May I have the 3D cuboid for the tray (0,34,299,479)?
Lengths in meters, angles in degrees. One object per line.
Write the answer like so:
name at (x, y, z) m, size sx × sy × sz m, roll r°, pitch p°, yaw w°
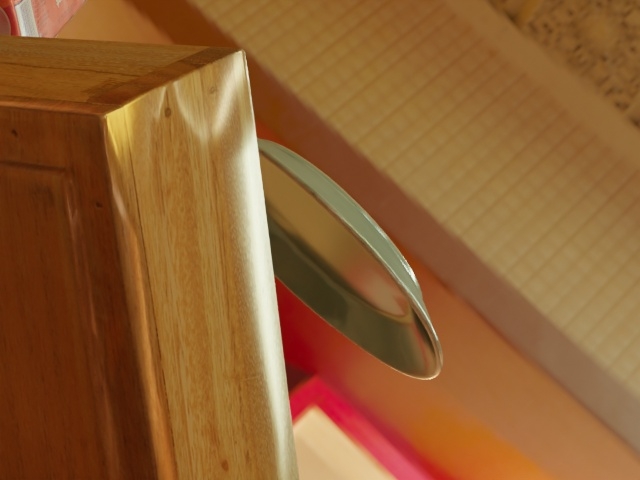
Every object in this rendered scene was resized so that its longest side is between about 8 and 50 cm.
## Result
tray at (-0.102, 0.137, 0.591) m, size 0.203 × 0.076 × 0.411 m, roll 7°, pitch -65°, yaw 33°

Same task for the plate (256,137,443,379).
plate at (0.000, 0.000, 0.904) m, size 0.188 × 0.024 × 0.188 m, roll 42°, pitch -14°, yaw 13°

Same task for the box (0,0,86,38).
box at (-0.251, -0.201, 1.122) m, size 0.142 × 0.300 × 0.154 m, roll -9°, pitch -73°, yaw 3°
